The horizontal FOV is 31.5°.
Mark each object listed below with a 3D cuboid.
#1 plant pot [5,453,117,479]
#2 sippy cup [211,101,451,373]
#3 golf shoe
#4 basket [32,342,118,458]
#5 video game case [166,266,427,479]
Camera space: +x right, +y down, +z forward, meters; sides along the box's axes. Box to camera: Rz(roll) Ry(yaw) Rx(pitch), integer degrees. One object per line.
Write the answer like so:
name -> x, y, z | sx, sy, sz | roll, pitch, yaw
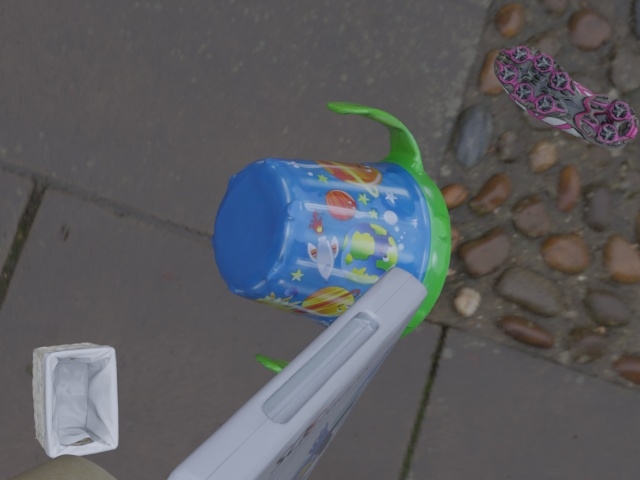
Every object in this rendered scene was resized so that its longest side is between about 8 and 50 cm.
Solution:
plant pot -> -0.291, 0.335, 1.047 | 0.256, 0.256, 0.274 | 45, 51, -3
sippy cup -> 0.000, 0.000, 1.379 | 0.224, 0.240, 0.306 | 10, 64, -37
golf shoe -> 0.283, -0.162, 1.342 | 0.186, 0.086, 0.067 | 34, 90, 6
basket -> -0.389, 0.245, 1.791 | 0.113, 0.103, 0.167 | -3, 97, -28
video game case -> -0.068, 0.193, 0.726 | 0.036, 0.329, 0.300 | 36, 29, 10
